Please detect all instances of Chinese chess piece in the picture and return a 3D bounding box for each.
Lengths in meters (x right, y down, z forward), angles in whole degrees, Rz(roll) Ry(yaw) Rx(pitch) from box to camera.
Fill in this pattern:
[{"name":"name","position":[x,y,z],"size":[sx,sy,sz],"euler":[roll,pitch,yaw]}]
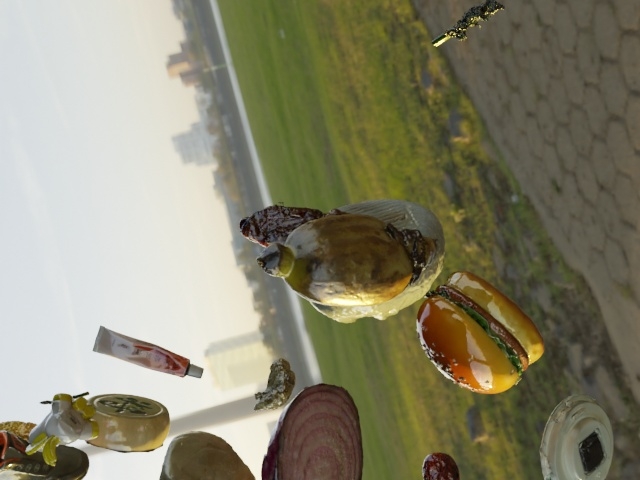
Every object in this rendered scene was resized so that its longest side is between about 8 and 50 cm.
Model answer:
[{"name":"Chinese chess piece","position":[-0.560,0.520,2.463],"size":[0.257,0.257,0.104],"euler":[-135,54,-83]}]

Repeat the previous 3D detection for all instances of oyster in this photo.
[{"name":"oyster","position":[-0.080,0.242,1.450],"size":[0.038,0.081,0.083],"euler":[100,157,-72]}]

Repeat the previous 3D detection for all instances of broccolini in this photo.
[{"name":"broccolini","position":[0.301,-0.466,1.935],"size":[0.062,0.123,0.271],"euler":[68,163,-4]}]

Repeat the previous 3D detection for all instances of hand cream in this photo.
[{"name":"hand cream","position":[-0.329,0.221,1.660],"size":[0.038,0.216,0.052],"euler":[146,142,-79]}]

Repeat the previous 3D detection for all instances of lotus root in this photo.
[{"name":"lotus root","position":[0.040,0.035,1.463],"size":[0.169,0.314,0.141],"euler":[-115,30,-51]}]

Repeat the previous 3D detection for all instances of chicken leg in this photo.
[{"name":"chicken leg","position":[0.005,-0.003,1.632],"size":[0.177,0.323,0.083],"euler":[123,151,-73]}]

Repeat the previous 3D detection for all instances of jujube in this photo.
[{"name":"jujube","position":[0.249,0.490,1.735],"size":[0.077,0.077,0.129],"euler":[79,178,-52]}]

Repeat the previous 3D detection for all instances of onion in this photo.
[{"name":"onion","position":[-0.034,0.389,1.605],"size":[0.111,0.250,0.247],"euler":[-4,92,42]}]

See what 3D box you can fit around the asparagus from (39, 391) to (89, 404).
[{"name":"asparagus","position":[-0.677,0.420,2.276],"size":[0.016,0.163,0.016],"euler":[23,-125,-61]}]

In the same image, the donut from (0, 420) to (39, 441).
[{"name":"donut","position":[-0.781,0.561,2.115],"size":[0.303,0.303,0.110],"euler":[-110,19,-56]}]

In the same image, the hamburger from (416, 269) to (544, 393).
[{"name":"hamburger","position":[0.278,0.181,1.584],"size":[0.246,0.170,0.246],"euler":[43,168,11]}]

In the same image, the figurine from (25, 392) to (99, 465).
[{"name":"figurine","position":[-0.492,0.349,1.604],"size":[0.109,0.129,0.178],"euler":[46,152,-19]}]

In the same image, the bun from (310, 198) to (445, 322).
[{"name":"bun","position":[0.111,0.052,1.917],"size":[0.362,0.362,0.211],"euler":[-113,9,-67]}]

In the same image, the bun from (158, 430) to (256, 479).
[{"name":"bun","position":[-0.225,0.523,1.721],"size":[0.281,0.205,0.281],"euler":[-165,90,-88]}]

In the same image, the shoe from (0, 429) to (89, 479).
[{"name":"shoe","position":[-0.687,0.487,1.945],"size":[0.171,0.337,0.132],"euler":[-63,35,41]}]

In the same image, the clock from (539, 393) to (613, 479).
[{"name":"clock","position":[0.562,0.448,1.841],"size":[0.053,0.236,0.236],"euler":[-4,103,52]}]
